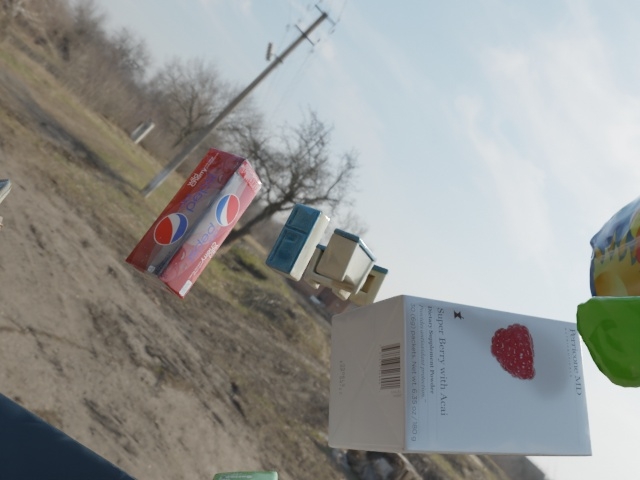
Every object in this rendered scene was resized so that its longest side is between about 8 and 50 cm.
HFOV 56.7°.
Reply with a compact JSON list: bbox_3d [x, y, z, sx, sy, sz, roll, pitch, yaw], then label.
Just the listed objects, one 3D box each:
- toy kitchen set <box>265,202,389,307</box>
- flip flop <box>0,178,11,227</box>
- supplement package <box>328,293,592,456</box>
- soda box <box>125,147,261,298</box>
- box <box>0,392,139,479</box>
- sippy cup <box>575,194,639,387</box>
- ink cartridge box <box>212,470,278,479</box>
[{"bbox_3d":[0.000,0.000,0.904,0.207,0.122,0.166,19,-14,31],"label":"toy kitchen set"},{"bbox_3d":[-0.592,-0.028,1.014,0.277,0.112,0.080,-120,-155,-51],"label":"flip flop"},{"bbox_3d":[0.179,0.187,0.777,0.293,0.177,0.175,11,-20,-26],"label":"supplement package"},{"bbox_3d":[-0.218,-0.035,1.052,0.092,0.263,0.083,21,-23,32],"label":"soda box"},{"bbox_3d":[-0.232,0.203,0.376,0.261,0.184,0.103,25,16,15],"label":"box"},{"bbox_3d":[0.327,0.018,0.418,0.305,0.240,0.224,20,-23,-13],"label":"sippy cup"},{"bbox_3d":[-0.099,0.382,0.692,0.093,0.160,0.219,0,-6,0],"label":"ink cartridge box"}]
